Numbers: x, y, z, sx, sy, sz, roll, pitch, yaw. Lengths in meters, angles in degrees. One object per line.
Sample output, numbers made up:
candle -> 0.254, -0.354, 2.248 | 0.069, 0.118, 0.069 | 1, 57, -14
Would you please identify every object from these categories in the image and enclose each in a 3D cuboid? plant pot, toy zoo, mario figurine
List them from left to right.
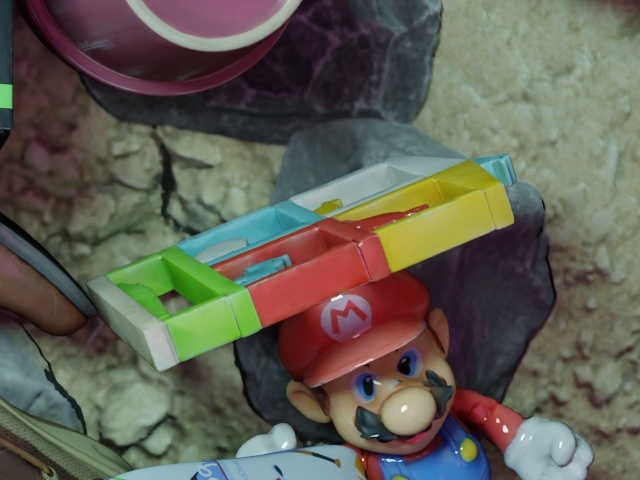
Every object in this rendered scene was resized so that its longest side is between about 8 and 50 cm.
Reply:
plant pot -> -0.090, -0.187, 1.110 | 0.201, 0.180, 0.201 | -3, 100, -19
toy zoo -> 0.000, 0.000, 1.161 | 0.293, 0.192, 0.030 | -22, 104, -14
mario figurine -> 0.070, 0.162, 1.216 | 0.198, 0.170, 0.320 | -48, 122, -42

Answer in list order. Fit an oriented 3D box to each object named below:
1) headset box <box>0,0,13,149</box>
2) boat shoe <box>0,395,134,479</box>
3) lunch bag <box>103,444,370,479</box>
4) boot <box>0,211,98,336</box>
headset box -> -0.311, -0.168, 1.022 | 0.246, 0.131, 0.283 | 2, 78, -18
boat shoe -> -0.230, 0.161, 1.089 | 0.123, 0.123, 0.342 | -47, 132, 11
lunch bag -> -0.077, 0.258, 1.109 | 0.243, 0.115, 0.303 | 1, 133, -38
boot -> -0.315, 0.083, 1.120 | 0.264, 0.096, 0.280 | 30, 90, -23
